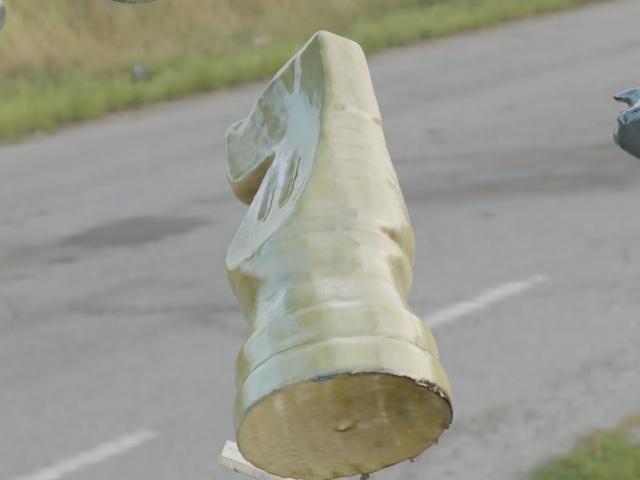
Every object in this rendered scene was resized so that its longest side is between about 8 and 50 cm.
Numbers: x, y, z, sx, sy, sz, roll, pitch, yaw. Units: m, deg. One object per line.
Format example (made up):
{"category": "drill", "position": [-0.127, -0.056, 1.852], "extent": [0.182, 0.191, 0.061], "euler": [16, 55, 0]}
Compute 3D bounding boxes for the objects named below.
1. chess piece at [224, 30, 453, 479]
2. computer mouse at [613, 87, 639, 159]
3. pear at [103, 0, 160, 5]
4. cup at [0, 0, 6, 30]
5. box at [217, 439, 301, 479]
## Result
{"category": "chess piece", "position": [0.000, 0.000, 1.171], "extent": [0.137, 0.137, 0.301], "euler": [-5, 54, -2]}
{"category": "computer mouse", "position": [0.409, -0.084, 1.461], "extent": [0.371, 0.122, 0.188], "euler": [6, 20, 35]}
{"category": "pear", "position": [-0.153, -0.242, 1.277], "extent": [0.180, 0.166, 0.216], "euler": [29, 35, -13]}
{"category": "cup", "position": [-0.319, -0.162, 1.323], "extent": [0.095, 0.128, 0.129], "euler": [-35, 13, 35]}
{"category": "box", "position": [-0.045, 0.193, 1.504], "extent": [0.083, 0.012, 0.046], "euler": [22, 9, 0]}
